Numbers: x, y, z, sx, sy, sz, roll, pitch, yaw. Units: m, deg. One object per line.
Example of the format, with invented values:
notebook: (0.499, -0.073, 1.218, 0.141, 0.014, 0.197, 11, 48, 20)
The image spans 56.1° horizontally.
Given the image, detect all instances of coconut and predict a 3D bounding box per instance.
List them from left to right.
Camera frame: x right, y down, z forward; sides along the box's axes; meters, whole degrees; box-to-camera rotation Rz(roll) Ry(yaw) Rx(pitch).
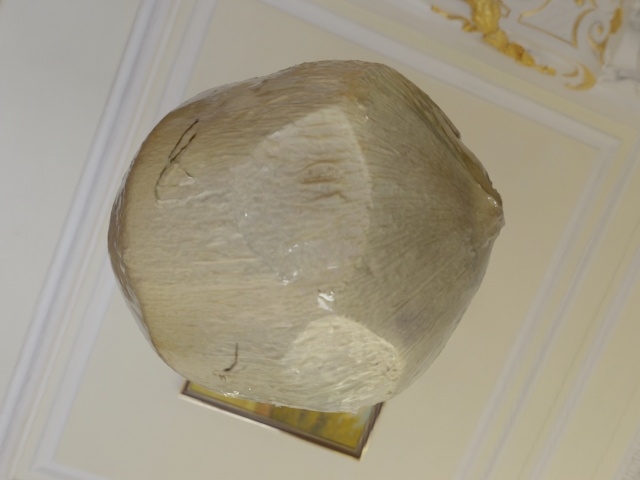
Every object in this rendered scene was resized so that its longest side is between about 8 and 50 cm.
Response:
coconut: (0.000, 0.000, 0.604, 0.346, 0.359, 0.347, 2, 90, -65)
